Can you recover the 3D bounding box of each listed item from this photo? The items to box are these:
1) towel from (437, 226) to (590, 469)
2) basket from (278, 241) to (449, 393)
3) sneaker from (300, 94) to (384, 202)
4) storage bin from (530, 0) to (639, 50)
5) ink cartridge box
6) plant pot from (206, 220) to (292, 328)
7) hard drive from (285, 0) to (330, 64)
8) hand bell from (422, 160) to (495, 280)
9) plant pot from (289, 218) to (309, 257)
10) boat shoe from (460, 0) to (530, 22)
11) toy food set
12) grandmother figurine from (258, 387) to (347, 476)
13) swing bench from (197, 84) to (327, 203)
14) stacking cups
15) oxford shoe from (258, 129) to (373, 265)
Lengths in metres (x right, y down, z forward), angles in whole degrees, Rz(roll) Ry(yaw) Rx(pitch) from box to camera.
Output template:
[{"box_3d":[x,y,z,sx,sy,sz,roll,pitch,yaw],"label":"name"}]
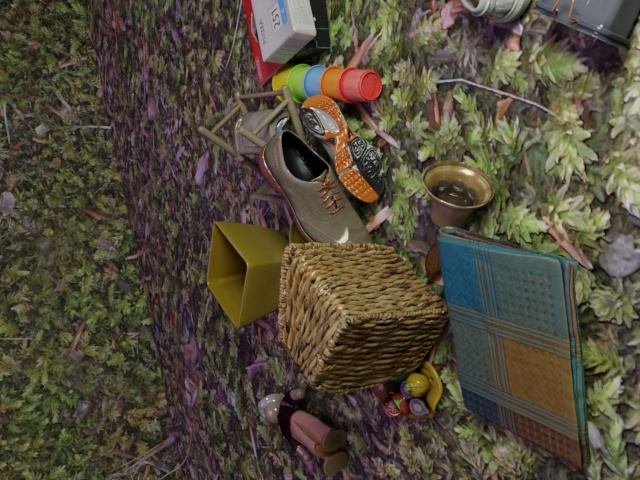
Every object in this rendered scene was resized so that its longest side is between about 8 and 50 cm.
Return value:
[{"box_3d":[0.313,0.167,1.051,0.271,0.040,0.371,19,128,55],"label":"towel"},{"box_3d":[0.060,0.149,1.256,0.223,0.299,0.214,49,126,38],"label":"basket"},{"box_3d":[0.058,-0.196,1.401,0.263,0.099,0.121,59,-176,7],"label":"sneaker"},{"box_3d":[0.367,-0.330,0.865,0.135,0.098,0.091,47,124,42],"label":"storage bin"},{"box_3d":[-0.129,-0.543,1.469,0.261,0.066,0.297,-26,72,52],"label":"ink cartridge box"},{"box_3d":[-0.171,0.076,1.723,0.212,0.187,0.212,46,135,42],"label":"plant pot"},{"box_3d":[-0.076,-0.595,1.519,0.236,0.064,0.339,-2,96,58],"label":"hard drive"},{"box_3d":[0.224,-0.014,1.176,0.126,0.126,0.242,54,150,36],"label":"hand bell"},{"box_3d":[0.000,0.000,1.518,0.134,0.095,0.134,19,113,55],"label":"plant pot"},{"box_3d":[0.225,-0.487,1.030,0.118,0.103,0.321,-44,61,53],"label":"boat shoe"},{"box_3d":[0.166,0.323,1.359,0.218,0.071,0.128,-33,70,56],"label":"toy food set"},{"box_3d":[-0.062,0.499,1.744,0.342,0.104,0.208,12,99,54],"label":"grandmother figurine"},{"box_3d":[-0.127,-0.225,1.574,0.253,0.165,0.255,14,147,55],"label":"swing bench"},{"box_3d":[0.011,-0.340,1.424,0.316,0.096,0.096,24,118,51],"label":"stacking cups"},{"box_3d":[-0.001,-0.085,1.371,0.348,0.123,0.130,47,157,-2],"label":"oxford shoe"}]
